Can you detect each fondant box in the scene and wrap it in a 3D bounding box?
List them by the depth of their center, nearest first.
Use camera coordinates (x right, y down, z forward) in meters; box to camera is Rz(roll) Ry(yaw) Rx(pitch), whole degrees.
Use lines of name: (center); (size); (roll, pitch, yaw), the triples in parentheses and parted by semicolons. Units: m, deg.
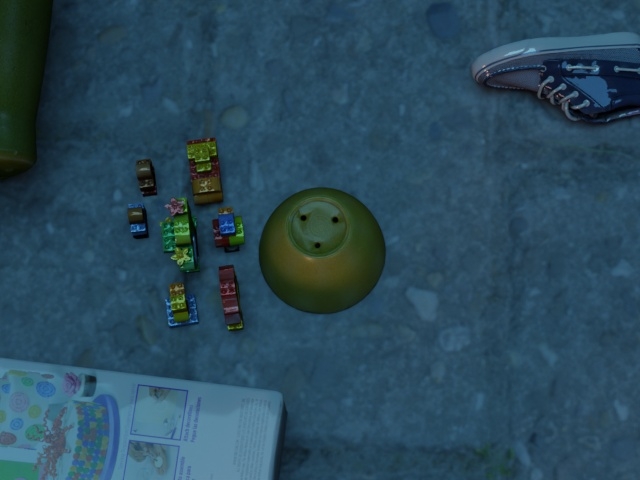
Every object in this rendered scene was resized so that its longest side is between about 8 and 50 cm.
fondant box: (-0.210, 0.255, 1.820); (0.330, 0.096, 0.238); (7, 75, 3)

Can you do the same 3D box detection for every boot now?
boot: (0.258, -0.166, 1.937); (0.190, 0.069, 0.086); (-8, 71, -2)

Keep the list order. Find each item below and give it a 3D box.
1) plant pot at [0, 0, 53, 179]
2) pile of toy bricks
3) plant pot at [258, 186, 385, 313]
plant pot: (-0.425, -0.233, 1.865); (0.366, 0.366, 0.353); (-7, 86, 0)
pile of toy bricks: (-0.140, -0.011, 1.889); (0.118, 0.105, 0.212); (-9, 74, 0)
plant pot: (0.000, 0.000, 1.886); (0.134, 0.095, 0.134); (-1, 75, 2)
